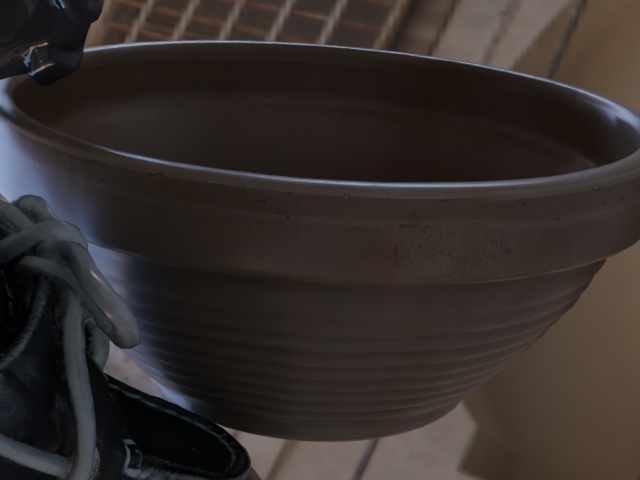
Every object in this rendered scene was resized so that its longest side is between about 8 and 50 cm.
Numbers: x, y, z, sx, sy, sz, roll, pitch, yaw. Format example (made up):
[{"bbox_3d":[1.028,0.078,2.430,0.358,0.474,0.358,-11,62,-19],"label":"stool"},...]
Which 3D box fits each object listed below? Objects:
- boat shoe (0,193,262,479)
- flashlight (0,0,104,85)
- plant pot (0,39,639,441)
[{"bbox_3d":[-0.100,0.036,0.381,0.306,0.113,0.105,24,-82,-49],"label":"boat shoe"},{"bbox_3d":[-0.096,-0.194,0.521,0.103,0.103,0.304,16,-125,-22],"label":"flashlight"},{"bbox_3d":[0.000,0.000,0.528,0.237,0.237,0.110,-13,-66,-43],"label":"plant pot"}]
